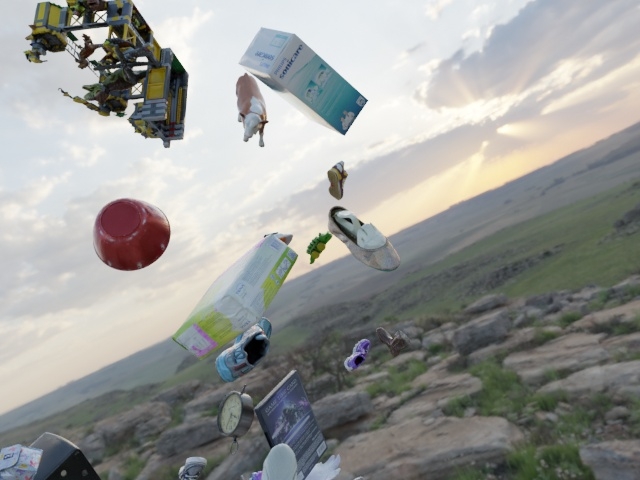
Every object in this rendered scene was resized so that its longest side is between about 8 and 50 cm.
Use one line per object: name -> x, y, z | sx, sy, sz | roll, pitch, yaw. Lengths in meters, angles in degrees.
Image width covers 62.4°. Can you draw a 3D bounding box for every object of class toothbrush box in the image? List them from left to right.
toothbrush box -> -0.048, -0.436, 1.452 | 0.126, 0.295, 0.216 | -57, 37, 5

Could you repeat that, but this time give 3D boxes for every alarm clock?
alarm clock -> -0.250, 0.538, 1.570 | 0.064, 0.192, 0.129 | 29, -47, -33

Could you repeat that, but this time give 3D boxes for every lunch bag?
lunch bag -> -0.664, 0.490, 1.160 | 0.053, 0.083, 0.071 | -63, 22, 11

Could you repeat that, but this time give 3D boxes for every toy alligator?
toy alligator -> 0.000, 0.000, 1.785 | 0.190, 0.051, 0.056 | -55, 9, 24

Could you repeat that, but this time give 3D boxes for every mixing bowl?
mixing bowl -> -0.445, -0.030, 1.215 | 0.181, 0.181, 0.098 | -24, -18, -13

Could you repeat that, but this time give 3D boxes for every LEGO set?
LEGO set -> -0.404, -0.303, 1.037 | 0.255, 0.192, 0.331 | -1, -18, 2

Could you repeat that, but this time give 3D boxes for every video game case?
video game case -> -0.079, 0.547, 1.527 | 0.026, 0.274, 0.196 | -14, 12, 35

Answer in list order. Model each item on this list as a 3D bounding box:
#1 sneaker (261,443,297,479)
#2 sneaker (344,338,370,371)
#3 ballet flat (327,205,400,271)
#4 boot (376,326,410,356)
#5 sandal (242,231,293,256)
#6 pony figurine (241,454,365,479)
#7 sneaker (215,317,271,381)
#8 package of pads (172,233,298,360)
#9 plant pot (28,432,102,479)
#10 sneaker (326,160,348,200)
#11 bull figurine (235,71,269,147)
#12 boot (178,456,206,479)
sneaker -> -0.094, 0.558, 1.120 | 0.085, 0.237, 0.086 | 6, -42, 6
sneaker -> 0.170, 0.477, 2.186 | 0.071, 0.068, 0.170 | -24, 18, 46
ballet flat -> 0.117, -0.016, 1.582 | 0.107, 0.106, 0.316 | -28, 40, -25
boot -> 0.216, 0.285, 1.568 | 0.037, 0.106, 0.114 | -30, -20, -24
sandal -> -0.240, 0.011, 2.319 | 0.265, 0.076, 0.102 | -24, -26, -28
pony figurine -> -0.042, 0.802, 1.518 | 0.351, 0.363, 0.303 | -16, -9, -19
sneaker -> -0.181, 0.300, 1.493 | 0.125, 0.104, 0.262 | -25, 15, 27
package of pads -> -0.204, 0.137, 1.232 | 0.296, 0.101, 0.229 | -37, 15, 42
plant pot -> -0.675, 0.618, 1.337 | 0.167, 0.187, 0.188 | -16, 18, 33
sneaker -> 0.078, -0.236, 2.109 | 0.084, 0.069, 0.185 | -46, -24, -21
bull figurine -> -0.242, -0.446, 1.854 | 0.101, 0.310, 0.188 | -3, -34, -12
boot -> -0.418, 0.769, 1.715 | 0.069, 0.086, 0.190 | 15, -42, -18
